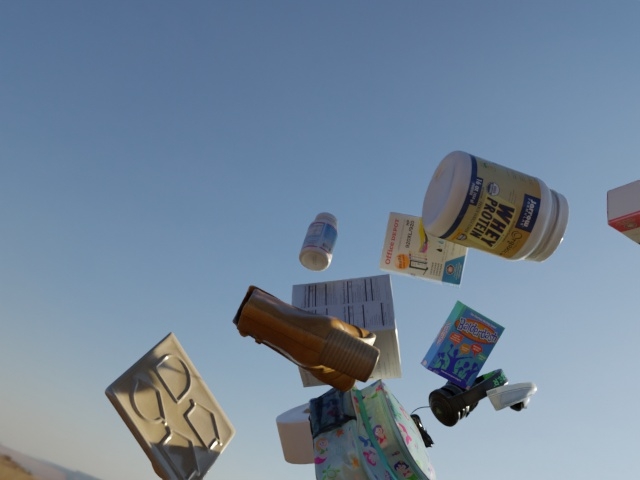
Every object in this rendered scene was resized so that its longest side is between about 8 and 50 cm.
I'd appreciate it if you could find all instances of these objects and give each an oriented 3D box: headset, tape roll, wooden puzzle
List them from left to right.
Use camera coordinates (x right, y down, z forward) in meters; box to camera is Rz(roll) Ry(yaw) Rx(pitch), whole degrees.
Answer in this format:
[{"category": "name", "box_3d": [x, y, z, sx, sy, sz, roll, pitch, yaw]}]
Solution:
[{"category": "wooden puzzle", "box_3d": [-0.366, 0.428, 1.590, 0.080, 0.348, 0.322, -29, -83, 17]}, {"category": "tape roll", "box_3d": [0.040, 0.437, 1.557, 0.286, 0.100, 0.286, -14, -6, -1]}, {"category": "headset", "box_3d": [0.469, 0.566, 2.217, 0.394, 0.185, 0.243, -34, -13, 32]}]

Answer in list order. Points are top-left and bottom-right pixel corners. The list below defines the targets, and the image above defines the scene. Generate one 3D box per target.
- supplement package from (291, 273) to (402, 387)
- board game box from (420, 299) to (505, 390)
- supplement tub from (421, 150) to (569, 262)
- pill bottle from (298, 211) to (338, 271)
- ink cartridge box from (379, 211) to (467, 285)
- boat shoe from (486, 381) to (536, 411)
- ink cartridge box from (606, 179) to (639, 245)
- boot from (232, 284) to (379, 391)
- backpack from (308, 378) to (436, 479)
[{"category": "supplement package", "box_3d": [0.068, 0.237, 1.709, 0.262, 0.198, 0.199, -7, -50, 6]}, {"category": "board game box", "box_3d": [0.404, 0.298, 1.848, 0.160, 0.210, 0.047, 29, 2, -19]}, {"category": "supplement tub", "box_3d": [0.445, -0.079, 1.676, 0.316, 0.229, 0.228, 17, -24, -10]}, {"category": "pill bottle", "box_3d": [0.000, 0.000, 1.778, 0.087, 0.160, 0.087, 10, -44, 9]}, {"category": "ink cartridge box", "box_3d": [0.302, 0.029, 1.876, 0.232, 0.171, 0.168, 11, -5, 14]}, {"category": "boat shoe", "box_3d": [0.593, 0.486, 2.006, 0.227, 0.081, 0.079, 5, -27, -41]}, {"category": "ink cartridge box", "box_3d": [0.744, -0.051, 1.393, 0.217, 0.092, 0.158, 26, -30, -28]}, {"category": "boot", "box_3d": [-0.026, 0.142, 0.995, 0.211, 0.104, 0.295, 26, -11, 3]}, {"category": "backpack", "box_3d": [0.086, 0.381, 1.110, 0.191, 0.254, 0.225, -28, -67, 14]}]
